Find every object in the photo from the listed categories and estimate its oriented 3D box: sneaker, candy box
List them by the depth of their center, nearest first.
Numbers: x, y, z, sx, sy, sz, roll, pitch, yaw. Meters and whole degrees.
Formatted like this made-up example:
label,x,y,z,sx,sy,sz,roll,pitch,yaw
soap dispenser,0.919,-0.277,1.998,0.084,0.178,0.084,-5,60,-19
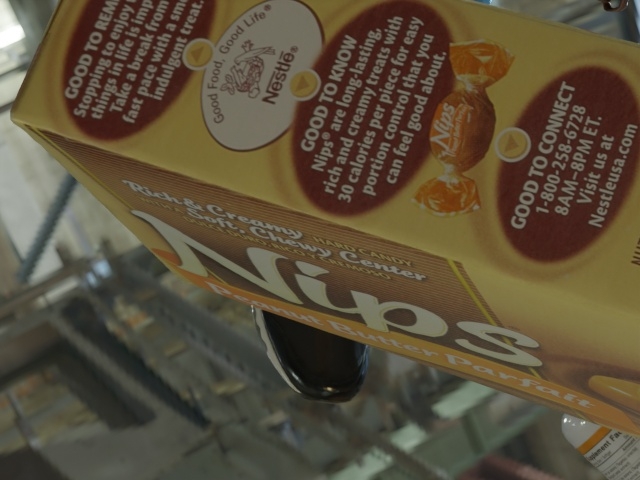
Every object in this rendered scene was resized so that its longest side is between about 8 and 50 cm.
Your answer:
label,x,y,z,sx,sy,sz,roll,pitch,yaw
candy box,0.076,-0.001,0.516,0.316,0.183,0.088,19,-103,18
sneaker,0.000,0.000,1.345,0.107,0.283,0.124,-2,165,-17

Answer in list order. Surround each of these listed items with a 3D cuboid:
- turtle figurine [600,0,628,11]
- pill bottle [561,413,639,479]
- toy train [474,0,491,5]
label,x,y,z,sx,sy,sz,roll,pitch,yaw
turtle figurine,0.237,-0.221,1.181,0.217,0.087,0.269,-8,-159,-9
pill bottle,0.311,0.171,1.400,0.136,0.245,0.136,-44,170,-10
toy train,0.140,-0.153,1.315,0.143,0.248,0.105,11,-115,57
